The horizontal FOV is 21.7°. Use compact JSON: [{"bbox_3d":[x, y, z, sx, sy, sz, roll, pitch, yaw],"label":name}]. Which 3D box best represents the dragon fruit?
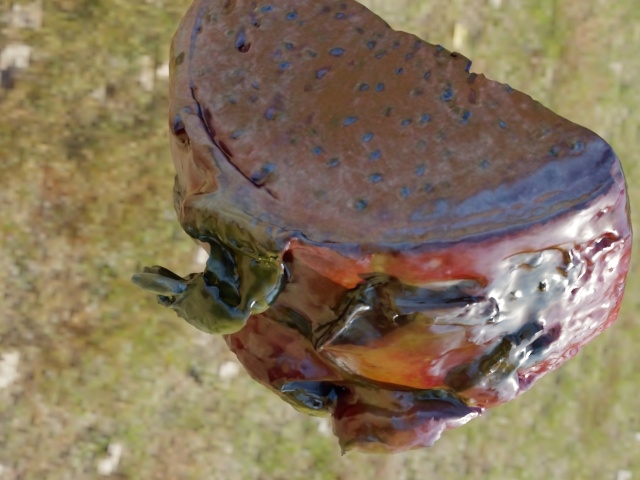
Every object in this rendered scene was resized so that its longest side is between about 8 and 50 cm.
[{"bbox_3d":[0.000,0.000,0.435,0.096,0.147,0.102,-45,138,-17],"label":"dragon fruit"}]
